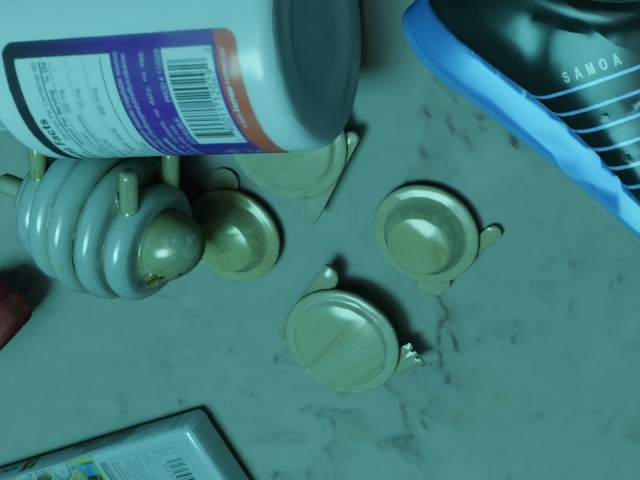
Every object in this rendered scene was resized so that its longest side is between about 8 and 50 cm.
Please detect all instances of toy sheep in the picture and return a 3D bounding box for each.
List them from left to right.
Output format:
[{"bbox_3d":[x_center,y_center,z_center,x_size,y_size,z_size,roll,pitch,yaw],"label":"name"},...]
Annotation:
[{"bbox_3d":[-0.115,-0.014,0.643,0.132,0.091,0.091,23,126,27],"label":"toy sheep"}]

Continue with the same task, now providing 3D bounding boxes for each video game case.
[{"bbox_3d":[-0.101,0.227,0.814,0.206,0.026,0.227,-20,110,31],"label":"video game case"}]

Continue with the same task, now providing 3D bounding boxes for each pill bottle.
[{"bbox_3d":[-0.088,-0.092,0.568,0.194,0.108,0.108,1,119,23],"label":"pill bottle"}]

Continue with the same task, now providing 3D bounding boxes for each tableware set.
[{"bbox_3d":[0.000,0.000,0.640,0.169,0.020,0.141,41,125,-2],"label":"tableware set"}]

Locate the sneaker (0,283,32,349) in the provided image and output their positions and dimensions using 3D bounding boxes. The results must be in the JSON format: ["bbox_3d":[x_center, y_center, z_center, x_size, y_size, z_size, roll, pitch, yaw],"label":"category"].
[{"bbox_3d":[-0.283,0.044,0.747,0.221,0.087,0.128,-24,108,31],"label":"sneaker"}]

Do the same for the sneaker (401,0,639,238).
[{"bbox_3d":[0.145,-0.061,0.503,0.232,0.081,0.090,34,133,3],"label":"sneaker"}]
